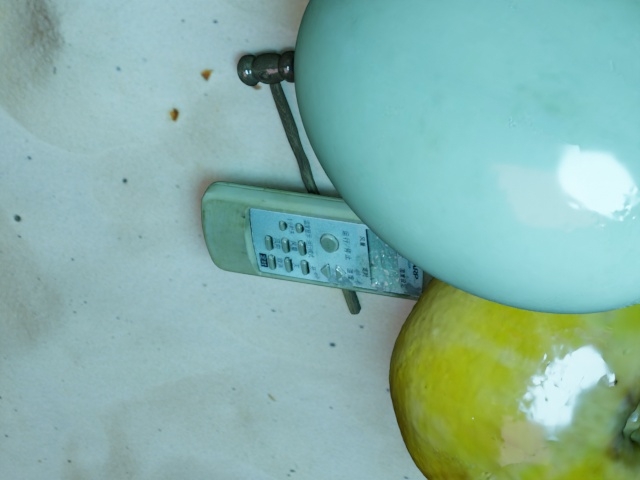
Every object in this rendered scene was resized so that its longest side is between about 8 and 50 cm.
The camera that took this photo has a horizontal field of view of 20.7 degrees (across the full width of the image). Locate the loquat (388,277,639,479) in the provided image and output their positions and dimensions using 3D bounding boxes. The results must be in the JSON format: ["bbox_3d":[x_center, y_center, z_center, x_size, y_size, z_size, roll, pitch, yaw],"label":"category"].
[{"bbox_3d":[0.192,0.114,1.506,0.275,0.275,0.274,15,130,18],"label":"loquat"}]

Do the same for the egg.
[{"bbox_3d":[0.145,-0.097,1.327,0.389,0.276,0.276,34,139,35],"label":"egg"}]

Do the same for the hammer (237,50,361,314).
[{"bbox_3d":[-0.006,-0.048,1.638,0.058,0.029,0.292,0,126,31],"label":"hammer"}]

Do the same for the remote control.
[{"bbox_3d":[0.000,0.000,1.635,0.234,0.038,0.098,8,131,19],"label":"remote control"}]
